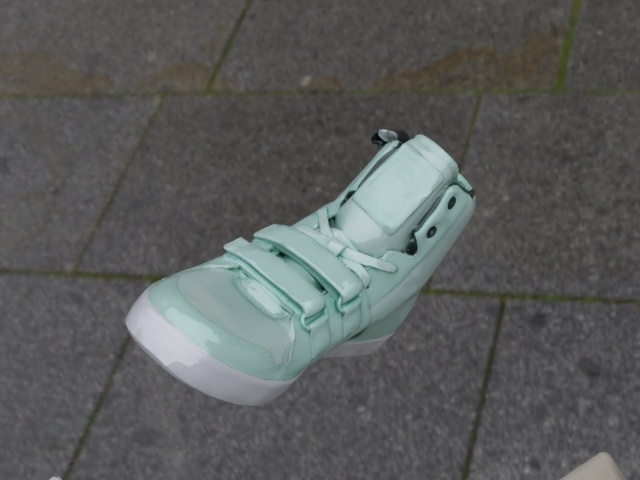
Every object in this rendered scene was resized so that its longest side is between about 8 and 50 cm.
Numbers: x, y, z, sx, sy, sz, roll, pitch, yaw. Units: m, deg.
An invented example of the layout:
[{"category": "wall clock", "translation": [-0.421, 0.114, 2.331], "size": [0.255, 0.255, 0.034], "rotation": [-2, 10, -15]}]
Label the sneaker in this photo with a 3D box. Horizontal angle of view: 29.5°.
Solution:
[{"category": "sneaker", "translation": [0.000, 0.000, 0.682], "size": [0.094, 0.256, 0.151], "rotation": [40, 112, 19]}]

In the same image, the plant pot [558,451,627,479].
[{"category": "plant pot", "translation": [0.210, 0.246, 0.909], "size": [0.109, 0.109, 0.096], "rotation": [-35, 16, 6]}]

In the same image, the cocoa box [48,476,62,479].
[{"category": "cocoa box", "translation": [-0.250, 0.460, 1.261], "size": [0.347, 0.231, 0.228], "rotation": [46, 66, 6]}]
